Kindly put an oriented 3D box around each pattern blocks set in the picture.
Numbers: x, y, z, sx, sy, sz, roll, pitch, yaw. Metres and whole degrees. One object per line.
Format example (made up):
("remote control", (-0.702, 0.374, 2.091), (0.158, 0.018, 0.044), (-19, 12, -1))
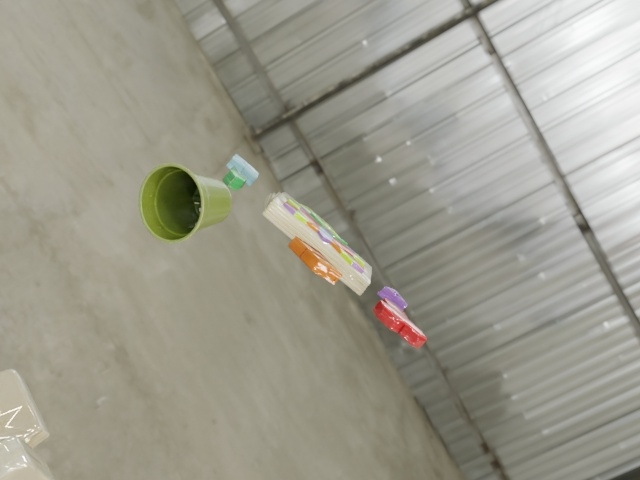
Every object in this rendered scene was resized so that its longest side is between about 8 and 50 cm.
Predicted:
("pattern blocks set", (0.000, 0.000, 1.206), (0.325, 0.026, 0.285), (38, 9, -17))

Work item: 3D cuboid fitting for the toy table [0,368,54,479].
("toy table", (-0.273, 0.245, 0.726), (0.252, 0.161, 0.274), (57, -12, 14))

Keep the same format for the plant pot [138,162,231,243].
("plant pot", (-0.137, -0.041, 0.955), (0.079, 0.083, 0.083), (-8, 69, -63))
